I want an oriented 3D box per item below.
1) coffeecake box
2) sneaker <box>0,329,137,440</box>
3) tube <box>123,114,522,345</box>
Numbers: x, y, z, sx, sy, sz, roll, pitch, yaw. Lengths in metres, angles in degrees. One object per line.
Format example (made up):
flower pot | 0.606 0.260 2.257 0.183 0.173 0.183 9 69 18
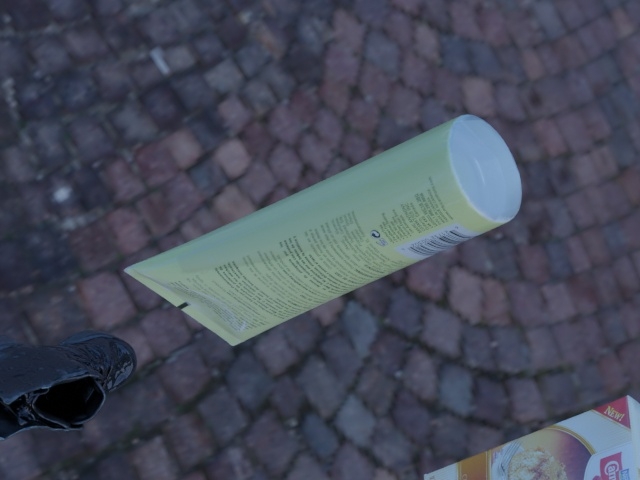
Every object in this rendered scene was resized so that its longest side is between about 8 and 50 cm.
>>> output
coffeecake box | 0.171 0.217 1.256 0.068 0.185 0.142 39 38 -36
sneaker | -0.165 0.096 1.105 0.170 0.089 0.051 5 106 -49
tube | 0.000 0.000 0.949 0.062 0.240 0.070 -25 89 -52
